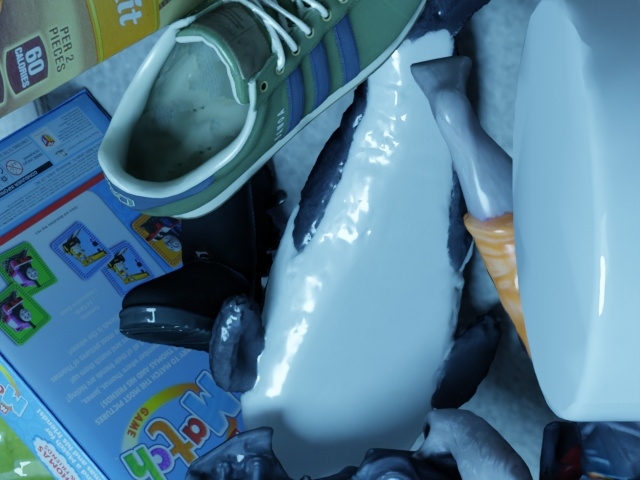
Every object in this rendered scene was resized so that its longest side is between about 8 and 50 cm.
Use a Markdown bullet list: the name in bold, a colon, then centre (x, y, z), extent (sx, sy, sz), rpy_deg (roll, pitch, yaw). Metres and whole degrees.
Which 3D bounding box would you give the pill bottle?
- **pill bottle**: centre (0.210, -0.016, 0.561), extent (0.283, 0.160, 0.160), rpy_deg (-2, 119, -3)

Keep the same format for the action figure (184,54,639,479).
- **action figure**: centre (0.094, 0.090, 0.737), extent (0.341, 0.178, 0.330), rpy_deg (-2, 99, 2)

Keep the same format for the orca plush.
- **orca plush**: centre (0.000, 0.000, 0.859), extent (0.102, 0.151, 0.287), rpy_deg (-138, 39, -55)

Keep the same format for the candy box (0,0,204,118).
- **candy box**: centre (-0.124, -0.162, 0.705), extent (0.087, 0.316, 0.183), rpy_deg (6, 118, 34)

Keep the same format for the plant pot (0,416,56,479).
- **plant pot**: centre (-0.171, 0.268, 1.045), extent (0.276, 0.276, 0.254), rpy_deg (13, 133, 29)

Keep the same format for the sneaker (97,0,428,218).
- **sneaker**: centre (-0.020, -0.081, 0.738), extent (0.064, 0.086, 0.192), rpy_deg (45, 103, 10)

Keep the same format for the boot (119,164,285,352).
- **boot**: centre (-0.058, 0.003, 0.875), extent (0.045, 0.121, 0.099), rpy_deg (-3, 80, 26)

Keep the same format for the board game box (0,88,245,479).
- **board game box**: centre (-0.108, 0.039, 0.914), extent (0.211, 0.160, 0.039), rpy_deg (48, 134, 3)
